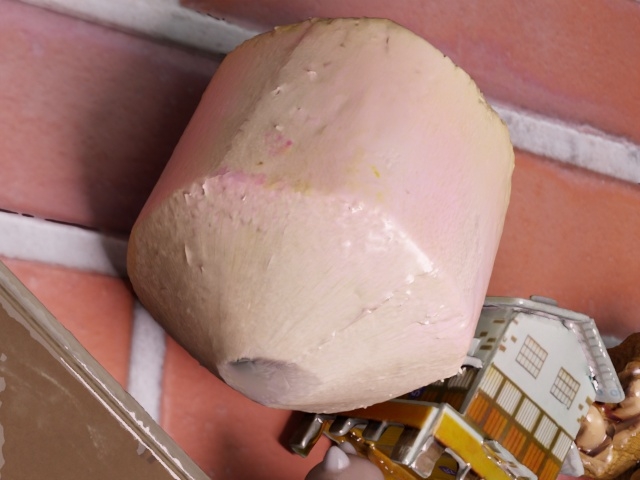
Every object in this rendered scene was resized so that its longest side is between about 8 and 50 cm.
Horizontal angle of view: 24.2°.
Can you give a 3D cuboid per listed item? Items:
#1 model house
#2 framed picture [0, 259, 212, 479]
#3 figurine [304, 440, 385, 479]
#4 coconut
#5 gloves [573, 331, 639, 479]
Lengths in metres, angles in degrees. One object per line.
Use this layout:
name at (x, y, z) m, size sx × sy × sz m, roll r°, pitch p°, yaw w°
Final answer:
model house at (0.125, 0.155, 1.377) m, size 0.198 × 0.224 × 0.215 m, roll 44°, pitch 65°, yaw -25°
framed picture at (-0.270, 0.209, 1.146) m, size 0.446 × 0.028 × 0.326 m, roll 50°, pitch 56°, yaw -16°
figurine at (0.058, 0.351, 1.272) m, size 0.380 × 0.203 × 0.248 m, roll 56°, pitch 48°, yaw -49°
coconut at (0.000, 0.000, 1.253) m, size 0.297 × 0.297 × 0.309 m, roll 43°, pitch 52°, yaw -26°
gloves at (0.354, 0.197, 1.586) m, size 0.356 × 0.155 × 0.203 m, roll 18°, pitch 68°, yaw -57°
